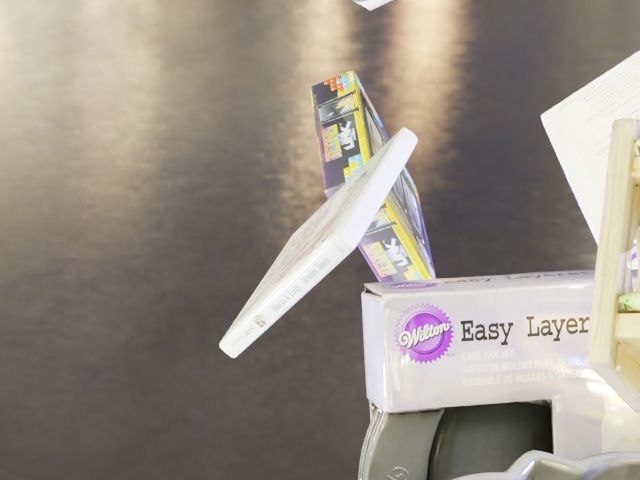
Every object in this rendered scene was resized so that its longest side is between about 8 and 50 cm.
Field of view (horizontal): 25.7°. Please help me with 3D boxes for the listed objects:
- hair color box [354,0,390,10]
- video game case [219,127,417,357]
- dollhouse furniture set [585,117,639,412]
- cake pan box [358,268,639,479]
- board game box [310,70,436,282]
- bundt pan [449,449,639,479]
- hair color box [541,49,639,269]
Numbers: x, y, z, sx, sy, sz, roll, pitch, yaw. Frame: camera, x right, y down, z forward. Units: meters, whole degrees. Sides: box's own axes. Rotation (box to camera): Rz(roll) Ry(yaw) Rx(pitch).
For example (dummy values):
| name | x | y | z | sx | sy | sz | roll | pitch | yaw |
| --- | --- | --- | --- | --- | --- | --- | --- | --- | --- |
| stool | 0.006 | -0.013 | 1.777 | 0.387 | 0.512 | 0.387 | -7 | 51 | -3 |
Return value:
| name | x | y | z | sx | sy | sz | roll | pitch | yaw |
| --- | --- | --- | --- | --- | --- | --- | --- | --- | --- |
| hair color box | 0.138 | -0.406 | 1.595 | 0.374 | 0.113 | 0.185 | -19 | -27 | 39 |
| video game case | 0.000 | 0.000 | 0.999 | 0.019 | 0.143 | 0.157 | 42 | 37 | -7 |
| dollhouse furniture set | 0.210 | 0.022 | 0.495 | 0.182 | 0.101 | 0.161 | -2 | -24 | 30 |
| cake pan box | 0.152 | 0.141 | 0.843 | 0.267 | 0.245 | 0.070 | -2 | 1 | -9 |
| board game box | 0.049 | -0.046 | 1.281 | 0.048 | 0.170 | 0.141 | -19 | 44 | 13 |
| bundt pan | 0.156 | 0.255 | 0.650 | 0.331 | 0.124 | 0.331 | 7 | 36 | -5 |
| hair color box | 0.338 | -0.017 | 1.197 | 0.110 | 0.185 | 0.339 | 35 | 29 | -43 |
